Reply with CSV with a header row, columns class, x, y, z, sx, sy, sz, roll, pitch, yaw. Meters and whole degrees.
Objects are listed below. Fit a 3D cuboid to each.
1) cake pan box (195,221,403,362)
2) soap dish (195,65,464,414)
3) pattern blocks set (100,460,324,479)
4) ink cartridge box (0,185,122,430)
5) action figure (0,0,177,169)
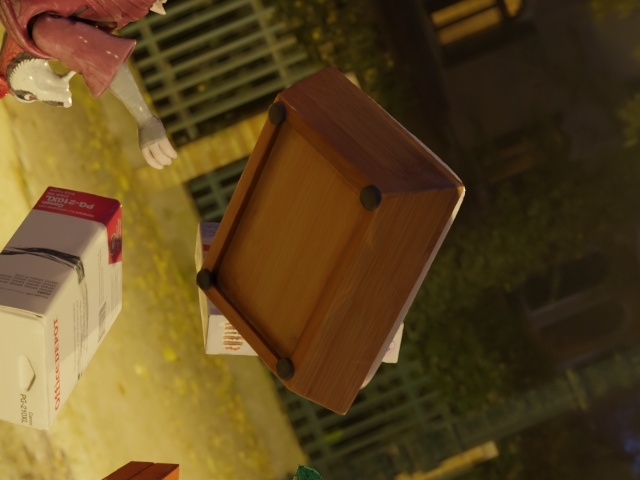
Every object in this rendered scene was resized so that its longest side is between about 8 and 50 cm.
class,x,y,z,sx,sy,sz,roll,pitch,yaw
cake pan box,-0.029,0.066,1.930,0.246,0.267,0.070,-100,-164,-57
soap dish,0.000,0.000,1.490,0.229,0.118,0.291,46,-58,36
pattern blocks set,-0.116,0.251,1.208,0.285,0.325,0.026,27,-59,50
ink cartridge box,-0.315,0.076,1.682,0.237,0.100,0.172,-66,165,-53
action figure,-0.191,-0.252,1.346,0.276,0.370,0.248,45,10,-44
